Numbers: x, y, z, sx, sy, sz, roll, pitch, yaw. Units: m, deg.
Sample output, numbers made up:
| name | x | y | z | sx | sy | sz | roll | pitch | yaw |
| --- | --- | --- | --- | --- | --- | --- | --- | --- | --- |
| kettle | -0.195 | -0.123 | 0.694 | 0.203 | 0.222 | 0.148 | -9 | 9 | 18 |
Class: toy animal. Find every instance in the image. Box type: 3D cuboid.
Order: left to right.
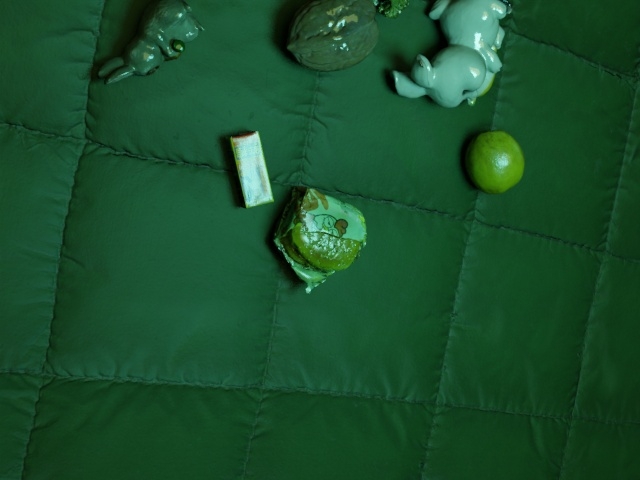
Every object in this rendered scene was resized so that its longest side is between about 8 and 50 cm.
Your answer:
| name | x | y | z | sx | sy | sz | roll | pitch | yaw |
| --- | --- | --- | --- | --- | --- | --- | --- | --- | --- |
| toy animal | -0.355 | -0.409 | 1.647 | 0.236 | 0.138 | 0.108 | -42 | 154 | 8 |
| toy animal | 0.334 | -0.452 | 1.924 | 0.247 | 0.183 | 0.310 | 30 | 88 | -21 |

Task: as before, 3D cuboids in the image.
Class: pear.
| name | x | y | z | sx | sy | sz | roll | pitch | yaw |
| --- | --- | --- | --- | --- | --- | --- | --- | --- | --- |
| pear | 0.447 | -0.203 | 2.020 | 0.149 | 0.149 | 0.162 | -20 | 101 | -23 |

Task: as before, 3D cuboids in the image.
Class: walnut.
| name | x | y | z | sx | sy | sz | roll | pitch | yaw |
| --- | --- | --- | --- | --- | --- | --- | --- | --- | --- |
| walnut | 0.027 | -0.469 | 1.781 | 0.230 | 0.178 | 0.178 | -23 | 105 | -16 |

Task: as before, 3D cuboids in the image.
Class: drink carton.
| name | x | y | z | sx | sy | sz | roll | pitch | yaw |
| --- | --- | --- | --- | --- | --- | --- | --- | --- | --- |
| drink carton | -0.160 | -0.160 | 1.781 | 0.071 | 0.056 | 0.166 | -14 | 102 | -15 |

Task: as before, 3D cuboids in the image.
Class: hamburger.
| name | x | y | z | sx | sy | sz | roll | pitch | yaw |
| --- | --- | --- | --- | --- | --- | --- | --- | --- | --- |
| hamburger | -0.002 | 0.003 | 1.833 | 0.214 | 0.125 | 0.235 | 27 | 70 | -16 |

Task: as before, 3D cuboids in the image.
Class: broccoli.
| name | x | y | z | sx | sy | sz | roll | pitch | yaw |
| --- | --- | --- | --- | --- | --- | --- | --- | --- | --- |
| broccoli | 0.148 | -0.599 | 1.841 | 0.145 | 0.138 | 0.162 | -6 | 115 | 7 |
